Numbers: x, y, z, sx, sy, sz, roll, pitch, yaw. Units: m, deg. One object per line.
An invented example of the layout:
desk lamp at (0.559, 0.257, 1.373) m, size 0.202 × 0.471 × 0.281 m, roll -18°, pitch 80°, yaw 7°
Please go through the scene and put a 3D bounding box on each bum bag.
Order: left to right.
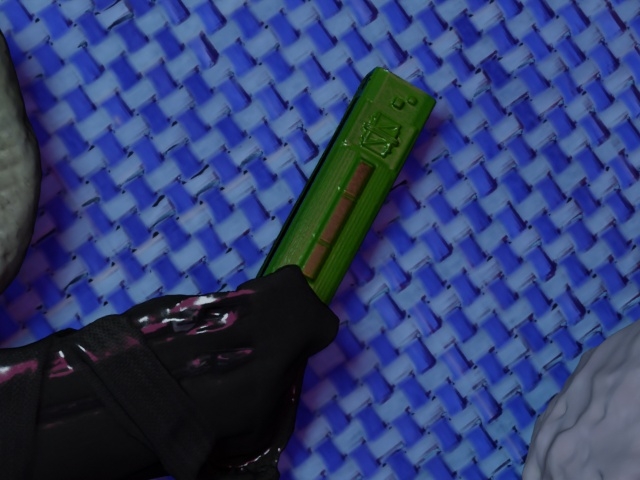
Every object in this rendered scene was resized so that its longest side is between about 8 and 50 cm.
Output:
bum bag at (-0.141, 0.104, 1.001) m, size 0.326 × 0.080 × 0.142 m, roll -14°, pitch 125°, yaw -8°

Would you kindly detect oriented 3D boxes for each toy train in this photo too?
toy train at (0.000, 0.000, 1.079) m, size 0.044 × 0.042 × 0.209 m, roll 29°, pitch 78°, yaw -6°

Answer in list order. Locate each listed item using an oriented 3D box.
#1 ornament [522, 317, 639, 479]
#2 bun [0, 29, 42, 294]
ornament at (0.271, 0.176, 0.958) m, size 0.337 × 0.337 × 0.337 m, roll 1°, pitch 83°, yaw -11°
bun at (-0.254, -0.043, 0.991) m, size 0.203 × 0.126 × 0.213 m, roll -5°, pitch 84°, yaw -37°
